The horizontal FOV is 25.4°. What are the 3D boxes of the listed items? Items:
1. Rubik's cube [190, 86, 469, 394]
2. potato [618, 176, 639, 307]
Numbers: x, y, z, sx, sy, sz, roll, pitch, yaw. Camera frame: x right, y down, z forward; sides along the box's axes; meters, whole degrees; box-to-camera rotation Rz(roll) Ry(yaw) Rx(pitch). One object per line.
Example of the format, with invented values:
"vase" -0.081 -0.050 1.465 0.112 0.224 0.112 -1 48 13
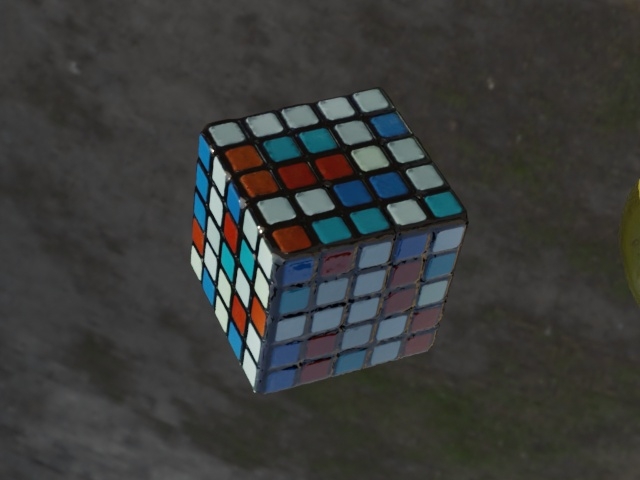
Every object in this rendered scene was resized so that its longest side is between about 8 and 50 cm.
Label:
"Rubik's cube" 0.000 0.000 1.265 0.187 0.182 0.184 -14 140 -20
"potato" 0.348 -0.009 1.264 0.137 0.154 0.200 -5 121 -26
